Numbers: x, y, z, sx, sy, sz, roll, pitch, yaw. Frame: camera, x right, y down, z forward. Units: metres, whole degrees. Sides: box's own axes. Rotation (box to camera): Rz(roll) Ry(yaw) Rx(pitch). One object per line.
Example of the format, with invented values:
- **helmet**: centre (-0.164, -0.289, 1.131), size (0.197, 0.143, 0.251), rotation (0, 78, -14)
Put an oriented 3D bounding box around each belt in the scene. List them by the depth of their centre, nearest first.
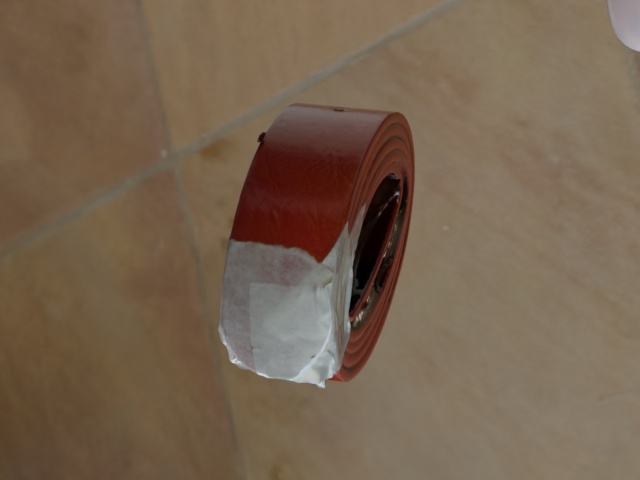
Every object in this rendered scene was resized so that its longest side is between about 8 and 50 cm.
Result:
- **belt**: centre (0.000, 0.000, 1.340), size (0.115, 0.324, 0.227), rotation (6, 126, 16)

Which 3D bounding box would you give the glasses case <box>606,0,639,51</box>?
- **glasses case**: centre (0.321, -0.324, 1.329), size (0.113, 0.075, 0.297), rotation (6, 99, 53)
